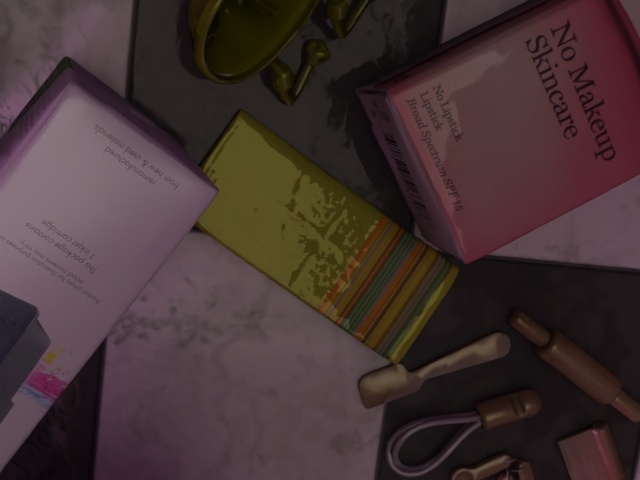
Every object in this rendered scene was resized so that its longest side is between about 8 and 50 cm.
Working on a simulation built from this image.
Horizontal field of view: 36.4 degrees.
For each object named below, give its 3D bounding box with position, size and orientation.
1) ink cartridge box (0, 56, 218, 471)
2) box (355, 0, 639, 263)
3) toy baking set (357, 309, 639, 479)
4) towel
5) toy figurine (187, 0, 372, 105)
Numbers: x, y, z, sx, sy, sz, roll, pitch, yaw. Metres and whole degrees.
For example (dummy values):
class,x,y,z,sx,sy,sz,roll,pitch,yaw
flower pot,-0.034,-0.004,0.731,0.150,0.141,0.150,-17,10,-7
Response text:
class,x,y,z,sx,sy,sz,roll,pitch,yaw
ink cartridge box,-0.237,0.051,0.685,0.119,0.207,0.353,38,93,-22
box,0.168,-0.104,0.773,0.232,0.127,0.148,-27,102,-4
toy baking set,0.167,0.164,0.872,0.256,0.030,0.197,42,91,-15
towel,0.000,0.000,0.819,0.237,0.021,0.102,36,87,-13
toy figurine,-0.021,-0.310,0.724,0.217,0.191,0.362,41,99,15
